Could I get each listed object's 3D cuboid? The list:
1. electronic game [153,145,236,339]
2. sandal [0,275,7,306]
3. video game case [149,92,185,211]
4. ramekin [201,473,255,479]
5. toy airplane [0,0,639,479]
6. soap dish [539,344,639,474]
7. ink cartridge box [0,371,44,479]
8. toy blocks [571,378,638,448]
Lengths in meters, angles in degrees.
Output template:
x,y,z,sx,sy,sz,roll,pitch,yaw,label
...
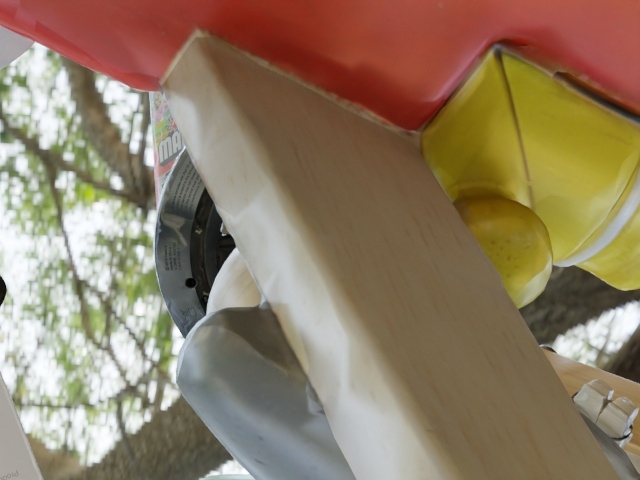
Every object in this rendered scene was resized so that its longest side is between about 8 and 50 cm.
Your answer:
x,y,z,sx,sy,sz,roll,pitch,yaw,label
0.000,0.000,1.035,0.229,0.229,0.048,-1,-168,-14,electronic game
-0.313,0.078,1.295,0.067,0.040,0.179,36,-138,-19,sandal
-0.112,-0.182,1.664,0.025,0.204,0.285,28,-138,-40,video game case
-0.023,0.294,0.986,0.148,0.303,0.303,4,-130,9,ramekin
-0.003,-0.044,0.518,0.384,0.272,0.386,26,-147,19,toy airplane
0.290,0.245,1.520,0.229,0.291,0.118,19,-122,39,soap dish
-0.217,0.207,0.810,0.117,0.207,0.283,-24,-85,-38,ink cartridge box
0.258,0.163,0.890,0.309,0.260,0.289,38,-82,23,toy blocks
